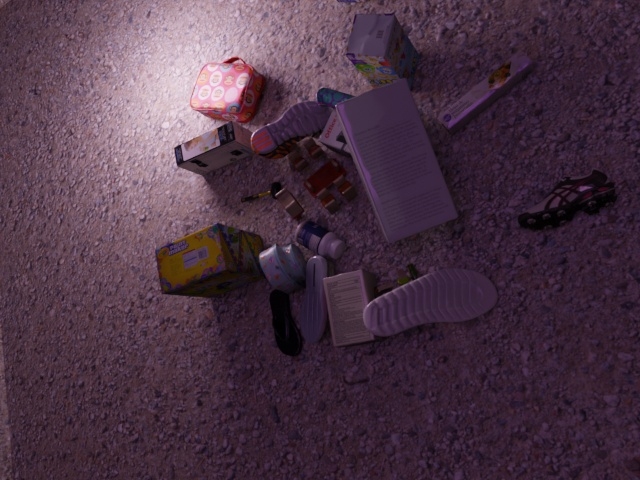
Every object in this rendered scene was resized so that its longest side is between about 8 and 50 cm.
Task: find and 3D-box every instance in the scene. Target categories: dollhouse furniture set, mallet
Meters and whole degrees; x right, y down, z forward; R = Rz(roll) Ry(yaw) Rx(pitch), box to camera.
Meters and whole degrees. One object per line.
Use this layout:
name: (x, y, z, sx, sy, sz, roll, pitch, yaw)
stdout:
dollhouse furniture set: (0.238, 0.126, 1.678, 0.152, 0.076, 0.058, -18, 74, -8)
dollhouse furniture set: (-0.028, -0.194, 1.883, 0.259, 0.135, 0.262, -38, 66, 3)
mallet: (-0.232, -0.186, 2.016, 0.190, 0.039, 0.062, -5, 79, 30)

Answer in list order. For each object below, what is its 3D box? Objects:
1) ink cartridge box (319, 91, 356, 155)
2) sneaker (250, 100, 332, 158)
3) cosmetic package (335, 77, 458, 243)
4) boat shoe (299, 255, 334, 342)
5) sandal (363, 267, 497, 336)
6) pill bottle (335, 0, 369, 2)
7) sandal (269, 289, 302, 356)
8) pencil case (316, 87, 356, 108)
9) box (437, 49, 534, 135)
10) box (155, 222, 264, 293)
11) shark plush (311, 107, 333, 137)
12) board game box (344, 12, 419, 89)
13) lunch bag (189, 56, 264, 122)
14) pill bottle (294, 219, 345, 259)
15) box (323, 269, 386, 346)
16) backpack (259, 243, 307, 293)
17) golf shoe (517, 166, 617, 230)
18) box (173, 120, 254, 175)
ink cartridge box: (0.160, -0.380, 1.807, 0.273, 0.114, 0.196, 26, 92, 29)
sneaker: (-0.104, -0.407, 1.921, 0.321, 0.180, 0.124, -23, 86, 3)
cosmetic package: (0.232, -0.240, 1.617, 0.230, 0.161, 0.453, -20, 91, 3)
boat shoe: (0.002, 0.204, 1.789, 0.109, 0.094, 0.302, 6, 90, 41)
sandal: (0.335, 0.191, 1.613, 0.417, 0.102, 0.169, -12, 73, 2)
pill bottle: (0.098, -0.957, 1.944, 0.187, 0.112, 0.111, 14, 87, 27)
sandal: (-0.140, 0.299, 1.867, 0.097, 0.054, 0.254, -26, 70, 20)
pencil case: (0.060, -0.477, 1.776, 0.152, 0.064, 0.070, 23, 75, 29)
box: (0.532, -0.473, 1.667, 0.324, 0.067, 0.063, -39, 65, 16)
box: (-0.395, 0.086, 1.907, 0.290, 0.279, 0.177, -21, 72, 21)
shark plush: (0.015, -0.461, 1.947, 0.067, 0.073, 0.161, 47, 125, 45)
board game box: (0.213, -0.622, 1.734, 0.142, 0.275, 0.144, 13, 87, 28)
lunch bag: (-0.380, -0.628, 2.119, 0.293, 0.120, 0.258, 15, 87, 28)
pill bottle: (0.000, 0.000, 1.829, 0.169, 0.094, 0.094, 28, 94, 27)
box: (0.114, 0.228, 1.713, 0.149, 0.127, 0.232, -15, 74, 24)
backpack: (-0.128, 0.093, 1.823, 0.144, 0.188, 0.165, -29, 68, 19)
golf shoe: (0.707, -0.115, 1.509, 0.273, 0.105, 0.120, -20, 57, 16)
box: (-0.417, -0.362, 2.064, 0.290, 0.169, 0.087, -17, 76, 21)
